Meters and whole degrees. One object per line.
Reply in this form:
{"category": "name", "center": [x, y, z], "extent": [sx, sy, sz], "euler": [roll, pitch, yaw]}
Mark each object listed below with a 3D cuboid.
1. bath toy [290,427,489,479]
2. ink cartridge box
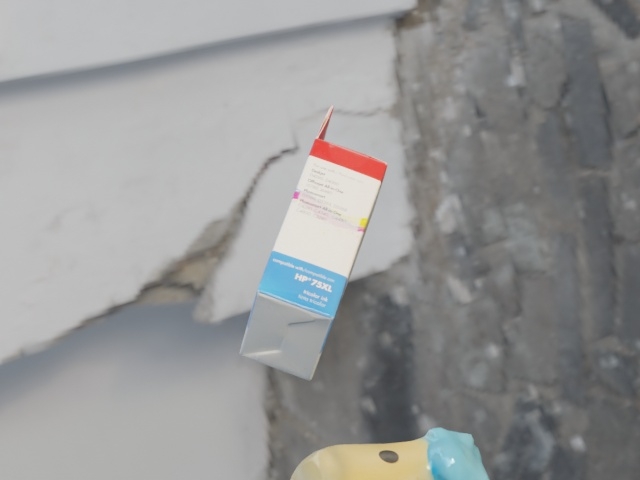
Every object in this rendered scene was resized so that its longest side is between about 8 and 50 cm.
{"category": "bath toy", "center": [0.078, 0.209, 0.597], "extent": [0.348, 0.129, 0.151], "euler": [-124, 14, -56]}
{"category": "ink cartridge box", "center": [0.000, 0.000, 1.553], "extent": [0.078, 0.231, 0.134], "euler": [20, 148, 1]}
